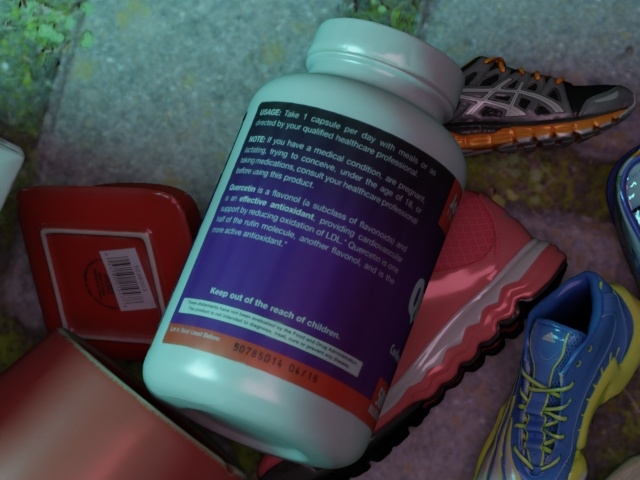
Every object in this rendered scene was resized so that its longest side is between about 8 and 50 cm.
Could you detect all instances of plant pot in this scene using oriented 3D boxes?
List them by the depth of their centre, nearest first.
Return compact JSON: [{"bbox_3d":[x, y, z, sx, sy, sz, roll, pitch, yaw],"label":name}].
[{"bbox_3d":[-0.204,0.219,1.546,0.275,0.275,0.243,39,86,2],"label":"plant pot"}]

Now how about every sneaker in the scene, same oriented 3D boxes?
[{"bbox_3d":[0.175,0.125,1.591,0.091,0.126,0.240,18,71,35],"label":"sneaker"},{"bbox_3d":[0.052,0.083,1.635,0.314,0.116,0.136,-41,76,-5],"label":"sneaker"},{"bbox_3d":[0.153,-0.114,1.638,0.215,0.084,0.083,-5,84,2],"label":"sneaker"}]

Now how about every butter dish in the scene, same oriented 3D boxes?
[{"bbox_3d":[-0.148,0.010,1.628,0.160,0.118,0.160,3,118,26],"label":"butter dish"}]

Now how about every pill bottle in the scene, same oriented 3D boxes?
[{"bbox_3d":[0.000,0.000,1.522,0.182,0.181,0.323,21,77,2],"label":"pill bottle"}]

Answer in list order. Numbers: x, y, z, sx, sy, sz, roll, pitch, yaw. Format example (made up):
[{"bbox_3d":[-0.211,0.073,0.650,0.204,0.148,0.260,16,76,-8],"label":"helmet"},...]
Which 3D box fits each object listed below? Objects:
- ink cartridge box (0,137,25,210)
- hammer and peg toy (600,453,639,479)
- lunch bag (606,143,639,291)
[{"bbox_3d":[-0.353,-0.007,1.522,0.131,0.306,0.226,25,88,-22],"label":"ink cartridge box"},{"bbox_3d":[0.291,0.314,1.598,0.361,0.127,0.266,-40,88,0],"label":"hammer and peg toy"},{"bbox_3d":[0.398,-0.026,1.615,0.303,0.115,0.243,-23,86,2],"label":"lunch bag"}]
